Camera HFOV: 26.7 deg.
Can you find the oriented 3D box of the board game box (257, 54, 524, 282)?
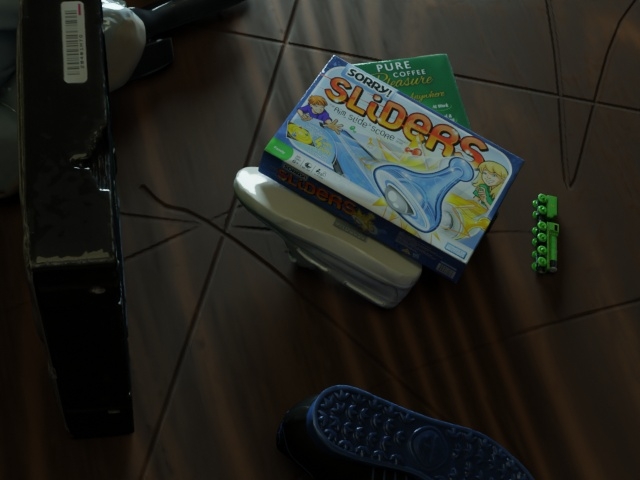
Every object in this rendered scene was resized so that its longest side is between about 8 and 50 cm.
[{"bbox_3d":[0.064,-0.066,1.196,0.201,0.035,0.136,29,55,5],"label":"board game box"}]

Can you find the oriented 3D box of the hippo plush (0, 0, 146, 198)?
[{"bbox_3d":[-0.327,-0.185,1.203,0.294,0.234,0.236,-22,42,-23],"label":"hippo plush"}]

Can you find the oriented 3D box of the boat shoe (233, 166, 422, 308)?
[{"bbox_3d":[0.000,0.000,1.197,0.184,0.063,0.066,26,36,-2],"label":"boat shoe"}]

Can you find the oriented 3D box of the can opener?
[{"bbox_3d":[-0.141,-0.219,1.302,0.186,0.073,0.059,-32,32,-24],"label":"can opener"}]

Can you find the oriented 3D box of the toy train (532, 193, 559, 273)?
[{"bbox_3d":[0.210,-0.006,1.252,0.023,0.017,0.083,12,62,-13],"label":"toy train"}]

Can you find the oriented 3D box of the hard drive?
[{"bbox_3d":[-0.183,-0.013,1.025,0.064,0.339,0.237,-4,65,-7],"label":"hard drive"}]

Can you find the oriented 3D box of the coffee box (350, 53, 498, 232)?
[{"bbox_3d":[0.088,-0.086,1.263,0.113,0.040,0.184,-10,65,-13],"label":"coffee box"}]

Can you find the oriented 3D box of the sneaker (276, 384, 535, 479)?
[{"bbox_3d":[0.073,0.189,1.107,0.232,0.090,0.081,30,60,-16],"label":"sneaker"}]
